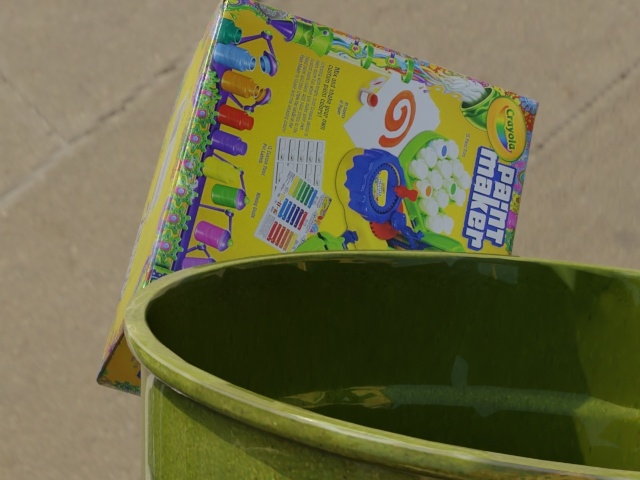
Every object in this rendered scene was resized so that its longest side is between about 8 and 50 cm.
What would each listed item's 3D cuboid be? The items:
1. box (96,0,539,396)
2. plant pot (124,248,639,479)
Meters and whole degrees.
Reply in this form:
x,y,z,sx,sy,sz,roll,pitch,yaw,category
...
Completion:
x,y,z,sx,sy,sz,roll,pitch,yaw,category
0.000,0.000,1.464,0.279,0.177,0.290,19,62,-10,box
0.089,0.211,0.762,0.366,0.366,0.353,8,101,12,plant pot
